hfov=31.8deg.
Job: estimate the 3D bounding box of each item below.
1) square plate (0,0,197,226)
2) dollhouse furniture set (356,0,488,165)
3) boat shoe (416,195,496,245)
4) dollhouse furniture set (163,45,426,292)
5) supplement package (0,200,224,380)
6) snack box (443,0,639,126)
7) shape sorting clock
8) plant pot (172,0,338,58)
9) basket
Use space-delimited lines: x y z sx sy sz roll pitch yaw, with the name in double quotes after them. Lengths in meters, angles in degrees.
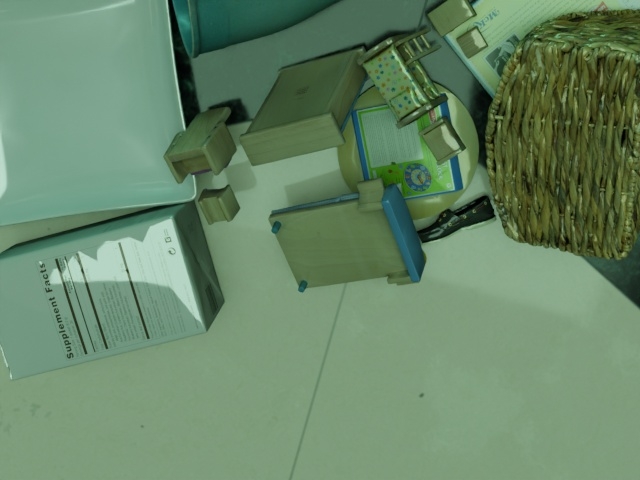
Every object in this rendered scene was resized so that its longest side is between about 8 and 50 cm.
-0.365 -0.206 1.621 0.347 0.049 0.344 -7 96 7 "square plate"
0.170 -0.213 1.514 0.161 0.101 0.182 -32 91 25 "dollhouse furniture set"
0.190 -0.027 1.643 0.133 0.049 0.042 -21 104 1 "boat shoe"
-0.010 -0.074 1.605 0.286 0.198 0.303 -11 121 25 "dollhouse furniture set"
-0.311 0.067 1.626 0.293 0.177 0.175 -14 100 7 "supplement package"
0.348 -0.323 1.561 0.322 0.060 0.187 -39 97 11 "snack box"
0.126 -0.132 1.626 0.206 0.040 0.206 3 101 15 "shape sorting clock"
-0.074 -0.399 1.481 0.255 0.271 0.272 -12 102 -10 "plant pot"
0.352 -0.156 1.531 0.213 0.223 0.299 11 120 22 "basket"
